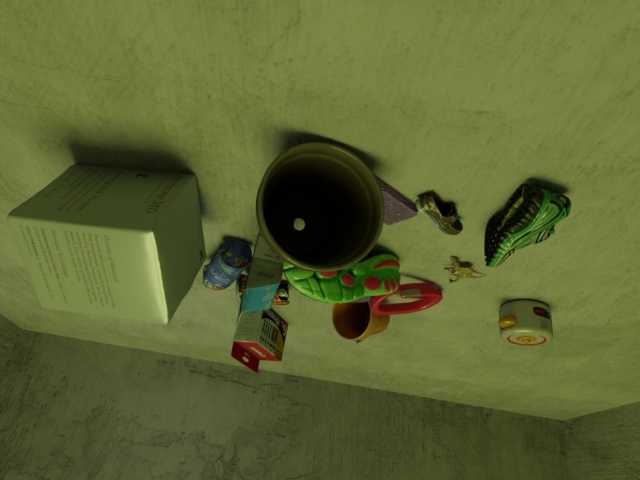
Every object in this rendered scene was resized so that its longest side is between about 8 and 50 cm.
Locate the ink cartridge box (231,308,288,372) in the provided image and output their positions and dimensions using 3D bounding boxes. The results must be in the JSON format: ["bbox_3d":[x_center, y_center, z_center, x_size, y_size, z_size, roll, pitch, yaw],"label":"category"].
[{"bbox_3d":[-0.291,0.481,2.420,0.130,0.271,0.309,-2,151,21],"label":"ink cartridge box"}]

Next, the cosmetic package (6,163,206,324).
[{"bbox_3d":[-0.585,0.000,1.448,0.394,0.329,0.327,6,124,5],"label":"cosmetic package"}]

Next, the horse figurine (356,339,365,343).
[{"bbox_3d":[0.162,0.418,2.387,0.174,0.066,0.263,-24,140,37],"label":"horse figurine"}]

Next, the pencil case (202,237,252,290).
[{"bbox_3d":[-0.362,0.095,1.885,0.133,0.119,0.306,31,148,-12],"label":"pencil case"}]

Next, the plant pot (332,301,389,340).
[{"bbox_3d":[0.185,0.318,2.075,0.205,0.205,0.188,-16,159,39],"label":"plant pot"}]

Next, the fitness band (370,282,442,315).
[{"bbox_3d":[0.333,0.229,1.927,0.291,0.054,0.209,0,151,-23],"label":"fitness band"}]

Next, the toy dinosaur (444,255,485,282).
[{"bbox_3d":[0.495,0.117,1.733,0.183,0.053,0.093,29,145,-32],"label":"toy dinosaur"}]

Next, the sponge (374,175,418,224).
[{"bbox_3d":[0.173,-0.113,1.426,0.210,0.031,0.117,29,147,-34],"label":"sponge"}]

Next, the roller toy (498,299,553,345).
[{"bbox_3d":[0.800,0.329,1.936,0.191,0.146,0.209,-4,149,22],"label":"roller toy"}]

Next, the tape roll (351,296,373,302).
[{"bbox_3d":[0.120,0.169,1.916,0.189,0.080,0.189,8,151,4],"label":"tape roll"}]

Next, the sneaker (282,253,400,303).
[{"bbox_3d":[0.061,0.124,1.644,0.483,0.185,0.202,9,164,-41],"label":"sneaker"}]

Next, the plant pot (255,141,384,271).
[{"bbox_3d":[-0.027,-0.064,1.332,0.323,0.323,0.280,16,167,-12],"label":"plant pot"}]

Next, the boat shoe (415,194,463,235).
[{"bbox_3d":[0.353,-0.071,1.410,0.183,0.066,0.066,27,146,-30],"label":"boat shoe"}]

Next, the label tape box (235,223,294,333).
[{"bbox_3d":[-0.185,0.120,1.631,0.115,0.347,0.249,13,152,-7],"label":"label tape box"}]

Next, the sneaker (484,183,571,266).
[{"bbox_3d":[0.561,-0.017,1.377,0.146,0.134,0.343,11,152,-5],"label":"sneaker"}]

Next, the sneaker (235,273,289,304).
[{"bbox_3d":[-0.226,0.202,2.044,0.180,0.124,0.321,-4,168,12],"label":"sneaker"}]
